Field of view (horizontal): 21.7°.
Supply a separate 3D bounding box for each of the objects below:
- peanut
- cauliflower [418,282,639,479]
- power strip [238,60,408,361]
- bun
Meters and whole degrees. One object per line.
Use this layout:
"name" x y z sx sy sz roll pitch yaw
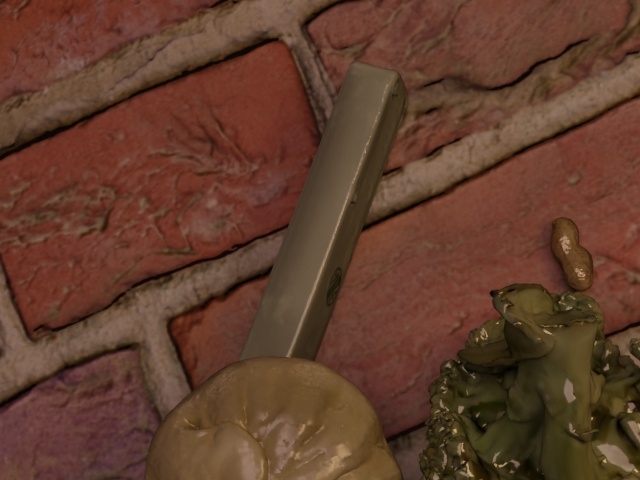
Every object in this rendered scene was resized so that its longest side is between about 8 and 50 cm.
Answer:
"peanut" 0.258 0.014 1.720 0.037 0.037 0.083 -21 73 5
"cauliflower" 0.236 0.167 1.564 0.260 0.281 0.327 4 54 -20
"power strip" 0.001 0.000 1.747 0.062 0.091 0.385 17 78 17
"bun" -0.043 0.237 1.617 0.259 0.160 0.259 0 101 -1
